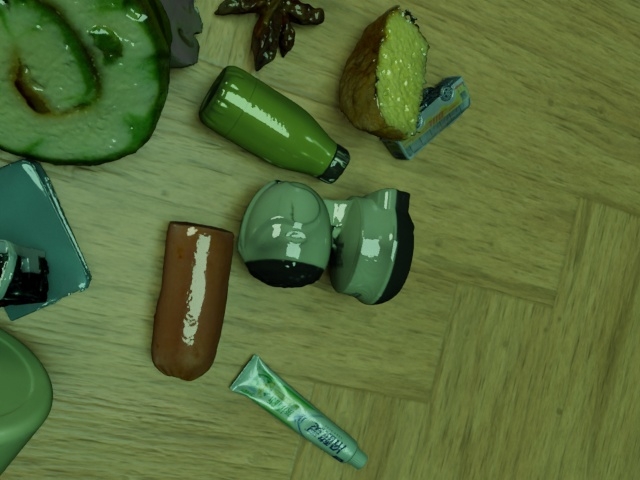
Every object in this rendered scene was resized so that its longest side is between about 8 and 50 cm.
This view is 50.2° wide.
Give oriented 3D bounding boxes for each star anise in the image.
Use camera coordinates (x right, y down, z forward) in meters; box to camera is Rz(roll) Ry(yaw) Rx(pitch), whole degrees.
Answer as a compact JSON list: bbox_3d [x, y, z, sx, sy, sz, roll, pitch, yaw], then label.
[{"bbox_3d":[-0.073,-0.408,1.151,0.196,0.111,0.212,-18,93,-27],"label":"star anise"}]

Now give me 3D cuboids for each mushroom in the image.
[{"bbox_3d":[-0.264,-0.362,1.065,0.117,0.141,0.188,-4,108,9],"label":"mushroom"}]

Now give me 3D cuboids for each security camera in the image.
[{"bbox_3d":[0.000,0.000,1.160,0.277,0.197,0.191,10,80,-16],"label":"security camera"}]

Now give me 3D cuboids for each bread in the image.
[{"bbox_3d":[-0.403,-0.258,0.936,0.382,0.129,0.366,-24,124,7],"label":"bread"},{"bbox_3d":[0.102,-0.276,1.206,0.129,0.134,0.260,34,58,-34],"label":"bread"}]

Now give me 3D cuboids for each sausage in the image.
[{"bbox_3d":[-0.211,0.101,1.118,0.114,0.113,0.259,8,90,-22],"label":"sausage"}]

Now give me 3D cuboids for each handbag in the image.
[{"bbox_3d":[-0.457,-0.003,1.043,0.144,0.057,0.221,-23,103,-12],"label":"handbag"}]

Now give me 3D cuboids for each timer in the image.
[{"bbox_3d":[-0.564,0.289,0.928,0.291,0.291,0.315,25,104,-21],"label":"timer"}]

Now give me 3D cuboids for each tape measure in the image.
[{"bbox_3d":[-0.488,0.047,0.931,0.182,0.181,0.107,-4,80,-6],"label":"tape measure"}]

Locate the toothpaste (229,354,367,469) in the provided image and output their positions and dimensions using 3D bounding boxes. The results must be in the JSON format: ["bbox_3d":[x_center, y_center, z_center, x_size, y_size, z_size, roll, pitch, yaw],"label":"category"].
[{"bbox_3d":[-0.030,0.322,1.241,0.297,0.048,0.074,41,81,-15],"label":"toothpaste"}]

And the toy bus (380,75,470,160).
[{"bbox_3d":[0.202,-0.232,1.289,0.190,0.064,0.075,-41,112,-15],"label":"toy bus"}]

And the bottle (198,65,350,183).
[{"bbox_3d":[-0.070,-0.184,1.155,0.260,0.112,0.112,29,82,-21],"label":"bottle"}]
